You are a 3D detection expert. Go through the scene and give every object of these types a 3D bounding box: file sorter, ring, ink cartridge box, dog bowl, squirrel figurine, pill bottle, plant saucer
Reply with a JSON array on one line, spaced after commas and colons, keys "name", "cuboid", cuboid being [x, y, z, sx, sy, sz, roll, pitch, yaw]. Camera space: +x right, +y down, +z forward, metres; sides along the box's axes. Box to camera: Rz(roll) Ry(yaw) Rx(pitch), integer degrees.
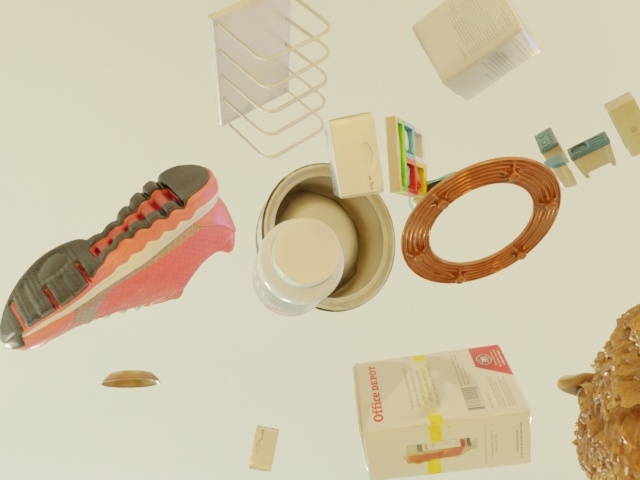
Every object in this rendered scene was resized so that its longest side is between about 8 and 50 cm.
[{"name": "file sorter", "cuboid": [-0.095, -0.341, 1.394, 0.192, 0.173, 0.278, -34, -28, -25]}, {"name": "ring", "cuboid": [0.323, -0.024, 1.335, 0.336, 0.032, 0.337, -10, -43, -9]}, {"name": "ink cartridge box", "cuboid": [0.058, -0.152, 1.229, 0.082, 0.191, 0.140, -9, -84, 0]}, {"name": "ink cartridge box", "cuboid": [0.282, 0.413, 1.642, 0.384, 0.279, 0.161, -7, -66, 2]}, {"name": "dog bowl", "cuboid": [0.000, 0.000, 1.871, 0.407, 0.408, 0.150, 20, -19, -24]}, {"name": "squirrel figurine", "cuboid": [0.449, 0.179, 0.879, 0.396, 0.281, 0.370, -17, -27, -36]}, {"name": "pill bottle", "cuboid": [-0.048, 0.055, 1.408, 0.176, 0.177, 0.318, 3, -14, -8]}, {"name": "plant saucer", "cuboid": [-0.271, 0.198, 0.965, 0.083, 0.015, 0.083, -4, -20, -1]}, {"name": "ink cartridge box", "cuboid": [-0.153, 0.559, 1.801, 0.063, 0.109, 0.150, 12, -21, -3]}]

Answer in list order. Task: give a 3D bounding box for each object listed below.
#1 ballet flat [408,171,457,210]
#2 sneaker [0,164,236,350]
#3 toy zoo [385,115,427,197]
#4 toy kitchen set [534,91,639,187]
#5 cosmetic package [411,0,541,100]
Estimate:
[{"name": "ballet flat", "cuboid": [0.314, -0.131, 1.934, 0.087, 0.083, 0.247, -27, 0, -36]}, {"name": "sneaker", "cuboid": [-0.231, 0.048, 0.821, 0.313, 0.116, 0.136, -37, -51, -10]}, {"name": "toy zoo", "cuboid": [0.239, -0.213, 1.799, 0.030, 0.193, 0.293, -4, -3, 25]}, {"name": "toy kitchen set", "cuboid": [0.562, -0.233, 1.427, 0.207, 0.166, 0.122, -28, -62, 23]}, {"name": "cosmetic package", "cuboid": [0.316, -0.409, 1.371, 0.183, 0.152, 0.151, -32, -19, 26]}]
